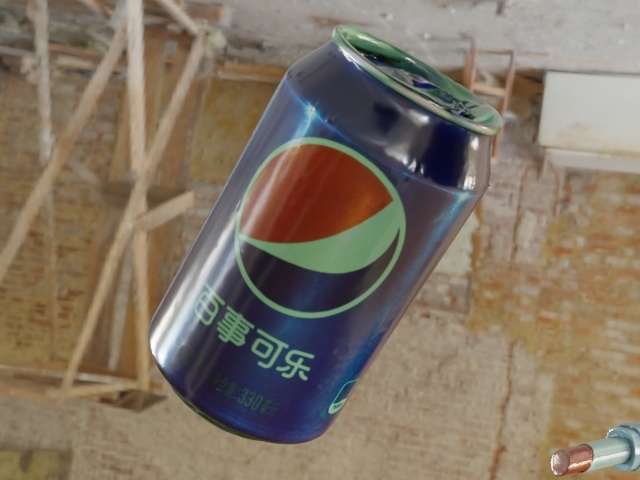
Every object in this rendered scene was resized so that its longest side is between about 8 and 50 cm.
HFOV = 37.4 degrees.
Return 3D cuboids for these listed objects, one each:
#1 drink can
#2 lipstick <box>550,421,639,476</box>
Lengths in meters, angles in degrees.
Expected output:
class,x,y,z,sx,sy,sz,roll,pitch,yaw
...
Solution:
class,x,y,z,sx,sy,sz,roll,pitch,yaw
drink can,0.000,0.000,0.488,0.118,0.205,0.118,27,-160,-10
lipstick,0.437,0.305,1.380,0.274,0.068,0.061,-1,-173,-35
